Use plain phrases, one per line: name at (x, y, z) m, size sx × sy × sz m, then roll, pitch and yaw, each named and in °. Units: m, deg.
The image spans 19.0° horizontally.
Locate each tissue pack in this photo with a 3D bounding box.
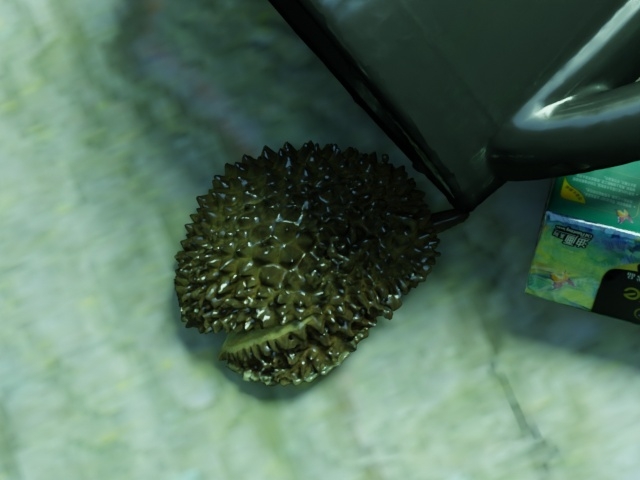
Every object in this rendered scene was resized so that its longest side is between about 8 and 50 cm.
tissue pack at (0.149, 0.001, 0.834) m, size 0.111 × 0.079 × 0.085 m, roll 15°, pitch 47°, yaw 5°

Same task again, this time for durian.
durian at (0.001, 0.002, 0.846) m, size 0.140 × 0.071 × 0.110 m, roll -17°, pitch 80°, yaw -4°

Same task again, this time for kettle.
kettle at (0.118, -0.157, 0.779) m, size 0.290 × 0.207 × 0.268 m, roll -40°, pitch 68°, yaw 0°
